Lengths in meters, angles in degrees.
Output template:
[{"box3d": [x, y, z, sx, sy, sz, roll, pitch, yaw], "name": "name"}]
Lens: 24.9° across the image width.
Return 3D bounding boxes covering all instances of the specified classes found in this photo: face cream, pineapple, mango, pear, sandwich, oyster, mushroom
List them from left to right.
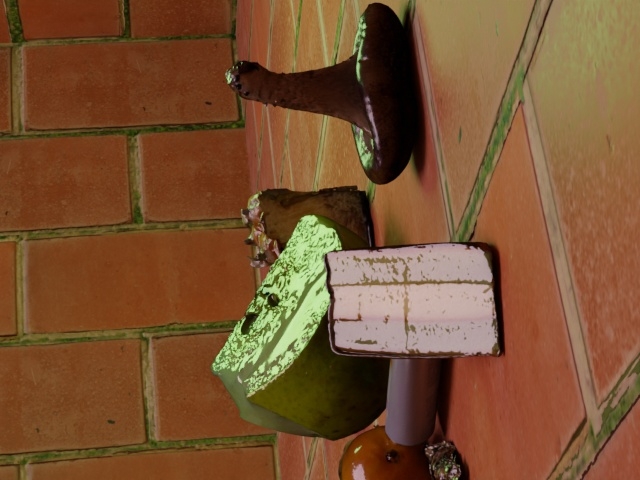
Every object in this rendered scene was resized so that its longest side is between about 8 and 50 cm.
[{"box3d": [-0.001, -0.168, 1.719, 0.148, 0.218, 0.227, 101, 164, -61], "name": "mushroom"}, {"box3d": [0.000, 0.000, 2.096, 0.186, 0.236, 0.114, -54, 0, -19], "name": "pineapple"}, {"box3d": [0.020, 0.130, 1.847, 0.286, 0.176, 0.282, -60, 21, -7], "name": "pear"}, {"box3d": [0.089, 0.322, 1.702, 0.145, 0.112, 0.219, -139, 33, -65], "name": "mango"}, {"box3d": [0.087, 0.062, 1.431, 0.187, 0.144, 0.117, 179, 85, -83], "name": "sandwich"}, {"box3d": [0.106, 0.132, 1.612, 0.084, 0.057, 0.198, -52, -31, -54], "name": "face cream"}, {"box3d": [0.136, 0.264, 1.589, 0.132, 0.029, 0.086, 166, 100, -83], "name": "oyster"}]

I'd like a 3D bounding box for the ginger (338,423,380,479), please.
[{"box3d": [0.077, 0.315, 1.894, 0.333, 0.081, 0.148, 116, 151, -64], "name": "ginger"}]
